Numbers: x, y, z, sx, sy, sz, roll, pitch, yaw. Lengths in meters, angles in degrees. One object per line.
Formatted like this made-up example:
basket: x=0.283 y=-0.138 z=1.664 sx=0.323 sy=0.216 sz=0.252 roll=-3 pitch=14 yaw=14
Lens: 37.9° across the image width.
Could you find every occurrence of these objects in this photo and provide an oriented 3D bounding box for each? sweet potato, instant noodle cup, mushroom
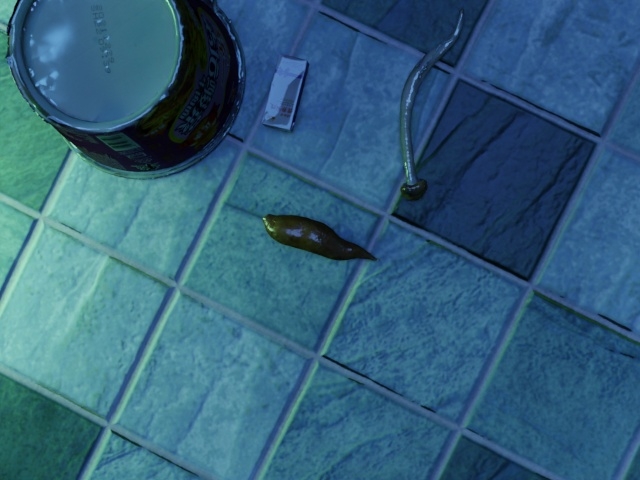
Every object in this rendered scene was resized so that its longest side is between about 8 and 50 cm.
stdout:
sweet potato: x=0.000 y=0.000 z=1.455 sx=0.195 sy=0.056 sz=0.056 roll=21 pitch=91 yaw=1
instant noodle cup: x=-0.296 y=-0.269 z=1.377 sx=0.340 sy=0.266 sz=0.339 roll=0 pitch=88 yaw=5
mushroom: x=0.162 y=-0.215 z=1.454 sx=0.068 sy=0.043 sz=0.306 roll=11 pitch=89 yaw=-13

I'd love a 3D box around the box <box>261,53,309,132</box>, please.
box: x=-0.055 y=-0.231 z=1.469 sx=0.051 sy=0.036 sz=0.117 roll=13 pitch=90 yaw=6
